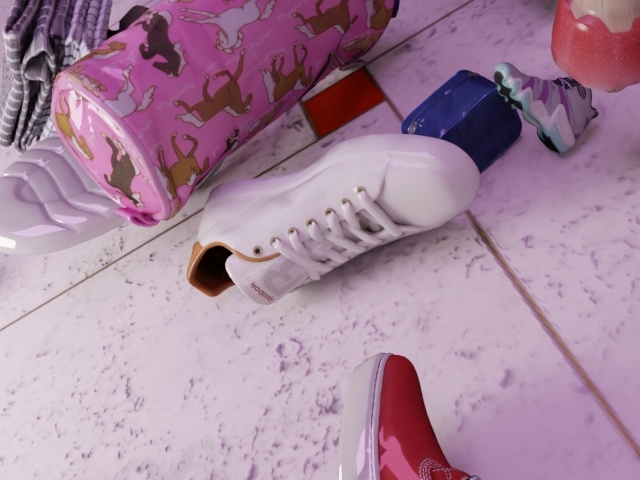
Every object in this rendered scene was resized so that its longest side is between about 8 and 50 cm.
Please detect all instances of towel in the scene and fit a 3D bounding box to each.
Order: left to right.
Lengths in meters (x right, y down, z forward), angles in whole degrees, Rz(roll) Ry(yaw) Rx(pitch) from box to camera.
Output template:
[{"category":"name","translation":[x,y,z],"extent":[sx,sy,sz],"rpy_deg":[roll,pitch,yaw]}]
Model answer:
[{"category":"towel","translation":[-0.389,-0.286,1.050],"extent":[0.235,0.121,0.283],"rpy_deg":[-46,38,44]}]

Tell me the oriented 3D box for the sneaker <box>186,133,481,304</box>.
[{"category":"sneaker","translation":[0.000,0.000,0.625],"extent":[0.290,0.106,0.123],"rpy_deg":[-13,47,40]}]

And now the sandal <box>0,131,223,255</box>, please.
[{"category":"sandal","translation":[-0.187,-0.099,0.852],"extent":[0.169,0.102,0.416],"rpy_deg":[29,57,31]}]

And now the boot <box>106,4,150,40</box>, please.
[{"category":"boot","translation":[-0.262,-0.252,1.061],"extent":[0.305,0.115,0.112],"rpy_deg":[2,89,54]}]

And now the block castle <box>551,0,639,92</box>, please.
[{"category":"block castle","translation":[0.113,-0.319,0.595],"extent":[0.453,0.213,0.303],"rpy_deg":[28,72,30]}]

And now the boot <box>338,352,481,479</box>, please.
[{"category":"boot","translation":[0.105,0.160,0.405],"extent":[0.176,0.088,0.244],"rpy_deg":[-20,51,17]}]

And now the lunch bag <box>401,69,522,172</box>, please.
[{"category":"lunch bag","translation":[0.125,-0.105,0.657],"extent":[0.098,0.067,0.065],"rpy_deg":[-41,41,-6]}]

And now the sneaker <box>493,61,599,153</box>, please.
[{"category":"sneaker","translation":[0.192,-0.127,0.605],"extent":[0.069,0.098,0.038],"rpy_deg":[-46,25,4]}]

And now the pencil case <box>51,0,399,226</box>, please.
[{"category":"pencil case","translation":[-0.085,-0.182,0.744],"extent":[0.386,0.167,0.160],"rpy_deg":[-44,-3,-29]}]
